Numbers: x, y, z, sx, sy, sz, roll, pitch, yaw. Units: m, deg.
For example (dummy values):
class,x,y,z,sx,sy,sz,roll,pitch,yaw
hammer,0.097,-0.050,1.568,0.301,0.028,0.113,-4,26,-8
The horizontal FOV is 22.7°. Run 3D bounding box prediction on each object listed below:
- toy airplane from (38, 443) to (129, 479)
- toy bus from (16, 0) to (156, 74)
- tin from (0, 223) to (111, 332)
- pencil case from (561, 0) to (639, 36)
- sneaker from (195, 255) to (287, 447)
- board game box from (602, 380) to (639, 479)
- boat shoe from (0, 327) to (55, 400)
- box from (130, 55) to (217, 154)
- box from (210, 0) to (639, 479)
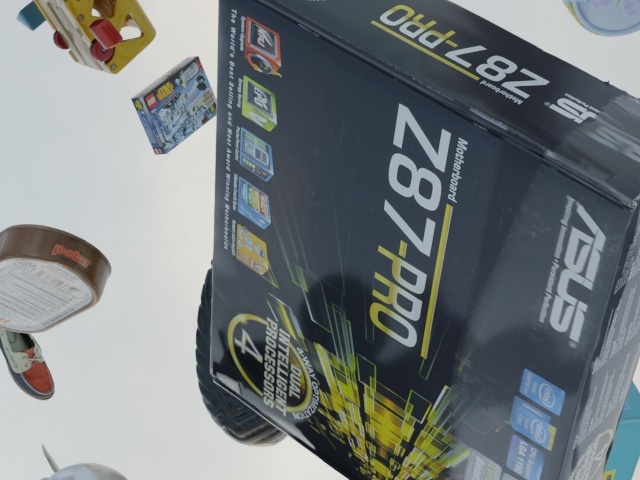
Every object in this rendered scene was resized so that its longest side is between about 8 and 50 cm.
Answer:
class,x,y,z,sx,sy,sz,roll,pitch,yaw
toy airplane,-0.177,0.302,1.217,0.384,0.386,0.272,-51,-49,-60
toy bus,-0.276,-0.293,1.851,0.104,0.191,0.202,-46,-6,-20
tin,-0.267,0.038,1.457,0.106,0.190,0.040,33,-123,-23
pencil case,0.302,-0.331,1.799,0.273,0.124,0.113,-101,-1,-56
sneaker,0.000,0.000,1.424,0.147,0.145,0.384,26,-104,-54
board game box,0.173,0.186,1.417,0.253,0.079,0.336,-112,23,-46
boat shoe,-0.385,0.145,2.068,0.049,0.137,0.043,-25,-13,-37
box,-0.209,-0.198,2.325,0.137,0.027,0.094,-43,-59,-42
box,0.067,0.025,1.096,0.097,0.318,0.394,-38,-31,-37
